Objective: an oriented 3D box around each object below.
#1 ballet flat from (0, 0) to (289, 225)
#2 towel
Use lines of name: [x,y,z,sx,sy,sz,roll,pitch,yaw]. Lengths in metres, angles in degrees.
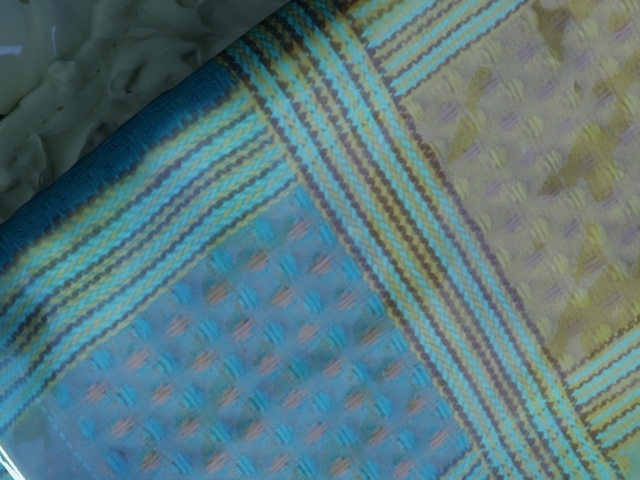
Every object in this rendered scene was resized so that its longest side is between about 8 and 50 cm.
ballet flat: [-0.152,-0.021,0.595,0.409,0.147,0.147,-43,155,-18]
towel: [0.079,0.016,0.620,0.370,0.040,0.271,-38,118,-6]
